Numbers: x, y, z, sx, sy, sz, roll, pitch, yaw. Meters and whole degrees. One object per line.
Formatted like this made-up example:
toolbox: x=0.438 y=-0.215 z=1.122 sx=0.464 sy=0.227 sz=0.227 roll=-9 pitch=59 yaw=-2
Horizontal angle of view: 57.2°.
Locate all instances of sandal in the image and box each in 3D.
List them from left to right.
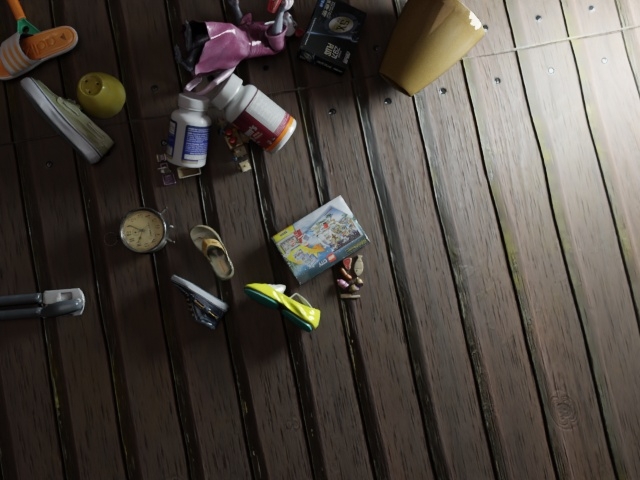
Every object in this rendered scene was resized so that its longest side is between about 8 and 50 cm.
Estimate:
sandal: x=-0.827 y=-0.552 z=1.664 sx=0.265 sy=0.076 sz=0.102 roll=-27 pitch=86 yaw=-3
sandal: x=-0.304 y=0.031 z=1.655 sx=0.072 sy=0.049 sz=0.180 roll=-32 pitch=86 yaw=-4

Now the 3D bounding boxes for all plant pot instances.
plant pot: x=-0.635 y=-0.425 z=1.668 sx=0.134 sy=0.095 sz=0.134 roll=0 pitch=84 yaw=-2
plant pot: x=0.287 y=-0.542 z=1.652 sx=0.237 sy=0.237 sz=0.254 roll=37 pitch=98 yaw=2

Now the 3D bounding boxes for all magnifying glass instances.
magnifying glass: x=-0.865 y=-0.624 z=1.718 sx=0.092 sy=0.026 sz=0.231 roll=-25 pitch=85 yaw=-3

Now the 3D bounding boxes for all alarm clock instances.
alarm clock: x=-0.512 y=-0.022 z=1.648 sx=0.192 sy=0.064 sz=0.129 roll=-12 pitch=85 yaw=-5

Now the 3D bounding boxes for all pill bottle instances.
pill bottle: x=-0.361 y=-0.305 z=1.621 sx=0.112 sy=0.112 sz=0.186 roll=14 pitch=112 yaw=0
pill bottle: x=-0.186 y=-0.351 z=1.625 sx=0.221 sy=0.121 sz=0.121 roll=36 pitch=84 yaw=-21

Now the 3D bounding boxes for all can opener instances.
can opener: x=-0.793 y=0.178 z=1.606 sx=0.284 sy=0.095 sz=0.076 roll=-5 pitch=84 yaw=-2

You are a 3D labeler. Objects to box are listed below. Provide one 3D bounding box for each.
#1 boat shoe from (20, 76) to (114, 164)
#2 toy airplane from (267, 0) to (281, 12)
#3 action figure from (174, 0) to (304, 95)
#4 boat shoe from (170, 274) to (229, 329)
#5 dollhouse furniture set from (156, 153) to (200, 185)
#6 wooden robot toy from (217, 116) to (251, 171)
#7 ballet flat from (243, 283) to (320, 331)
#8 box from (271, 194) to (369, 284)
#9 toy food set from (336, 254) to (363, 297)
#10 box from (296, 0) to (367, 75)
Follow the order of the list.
boat shoe: x=-0.718 y=-0.350 z=1.668 sx=0.094 sy=0.109 sz=0.302 roll=-44 pitch=96 yaw=-20
toy airplane: x=-0.143 y=-0.756 z=1.741 sx=0.151 sy=0.028 sz=0.151 roll=0 pitch=104 yaw=-2
action figure: x=-0.203 y=-0.550 z=1.645 sx=0.370 sy=0.248 sz=0.275 roll=-16 pitch=121 yaw=-27
boat shoe: x=-0.351 y=0.172 z=1.632 sx=0.183 sy=0.065 sz=0.083 roll=31 pitch=83 yaw=1
dollhouse furniture set: x=-0.405 y=-0.216 z=1.660 sx=0.114 sy=0.081 sz=0.091 roll=-12 pitch=85 yaw=-3
wooden robot toy: x=-0.228 y=-0.287 z=1.681 sx=0.079 sy=0.076 sz=0.173 roll=-25 pitch=86 yaw=-14
ballet flat: x=-0.102 y=0.169 z=1.643 sx=0.231 sy=0.077 sz=0.077 roll=31 pitch=63 yaw=-1
box: x=0.000 y=0.000 z=1.667 sx=0.233 sy=0.044 sz=0.159 roll=-31 pitch=86 yaw=-4
toy food set: x=0.085 y=0.102 z=1.672 sx=0.078 sy=0.019 sz=0.122 roll=-1 pitch=84 yaw=-1
box: x=0.032 y=-0.593 z=1.696 sx=0.147 sy=0.077 sz=0.180 roll=22 pitch=84 yaw=-12
